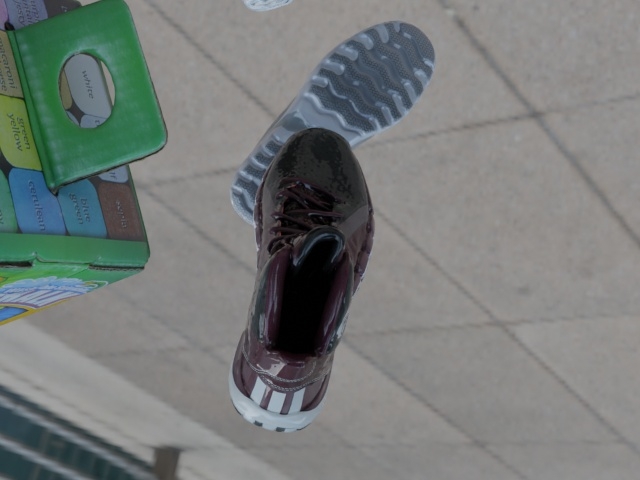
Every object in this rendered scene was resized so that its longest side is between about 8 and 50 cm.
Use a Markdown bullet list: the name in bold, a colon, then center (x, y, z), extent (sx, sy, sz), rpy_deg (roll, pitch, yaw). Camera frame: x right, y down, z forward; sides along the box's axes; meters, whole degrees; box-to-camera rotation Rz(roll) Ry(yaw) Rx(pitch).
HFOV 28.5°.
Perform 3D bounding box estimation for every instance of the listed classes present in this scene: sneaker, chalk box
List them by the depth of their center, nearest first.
- **chalk box**: center (-0.225, -0.045, 0.707), extent (0.289, 0.180, 0.179), rpy_deg (-21, 169, 23)
- **sneaker**: center (0.000, 0.000, 1.000), extent (0.106, 0.281, 0.162), rpy_deg (10, 150, -6)
- **sneaker**: center (0.003, -0.136, 1.372), extent (0.105, 0.281, 0.115), rpy_deg (49, 177, -12)

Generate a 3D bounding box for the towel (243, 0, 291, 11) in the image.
- **towel**: center (0.036, -0.362, 1.277), extent (0.034, 0.285, 0.209), rpy_deg (37, 154, -28)
